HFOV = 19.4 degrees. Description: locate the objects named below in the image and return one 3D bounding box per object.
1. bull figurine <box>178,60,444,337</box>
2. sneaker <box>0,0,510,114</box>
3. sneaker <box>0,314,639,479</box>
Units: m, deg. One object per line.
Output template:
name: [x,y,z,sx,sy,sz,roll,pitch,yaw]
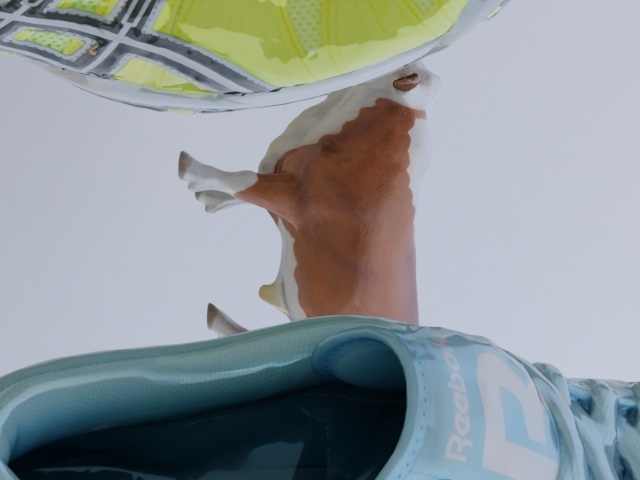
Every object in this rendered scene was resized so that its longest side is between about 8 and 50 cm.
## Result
bull figurine: [0.000,0.000,1.373,0.101,0.188,0.310,-63,150,-78]
sneaker: [-0.104,-0.119,0.646,0.147,0.385,0.145,-11,100,-88]
sneaker: [0.051,0.090,0.597,0.150,0.366,0.135,110,-29,-57]
